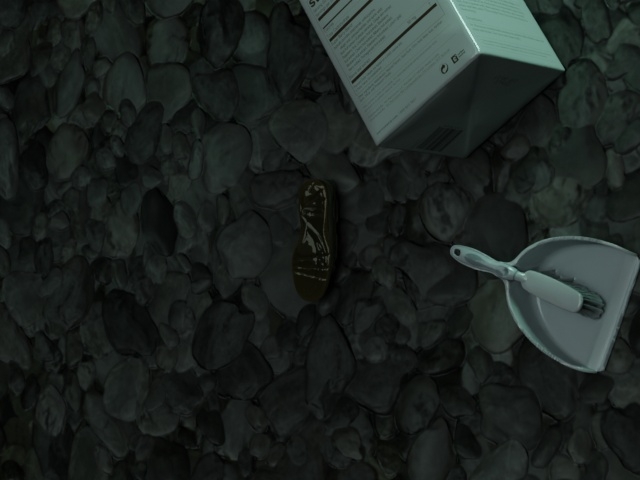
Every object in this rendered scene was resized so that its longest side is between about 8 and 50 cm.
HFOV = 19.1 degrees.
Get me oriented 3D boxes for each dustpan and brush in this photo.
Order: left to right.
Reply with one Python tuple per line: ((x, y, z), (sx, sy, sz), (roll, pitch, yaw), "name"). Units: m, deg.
((0.241, 0.047, 2.141), (0.211, 0.060, 0.147), (25, 103, 38), "dustpan and brush")

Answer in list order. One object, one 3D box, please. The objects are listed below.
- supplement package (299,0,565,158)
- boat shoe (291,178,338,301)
((0.111, -0.266, 2.194), (0.175, 0.177, 0.293), (-41, 62, 30), "supplement package")
((-0.002, -0.001, 2.363), (0.056, 0.048, 0.153), (2, 95, 28), "boat shoe")
